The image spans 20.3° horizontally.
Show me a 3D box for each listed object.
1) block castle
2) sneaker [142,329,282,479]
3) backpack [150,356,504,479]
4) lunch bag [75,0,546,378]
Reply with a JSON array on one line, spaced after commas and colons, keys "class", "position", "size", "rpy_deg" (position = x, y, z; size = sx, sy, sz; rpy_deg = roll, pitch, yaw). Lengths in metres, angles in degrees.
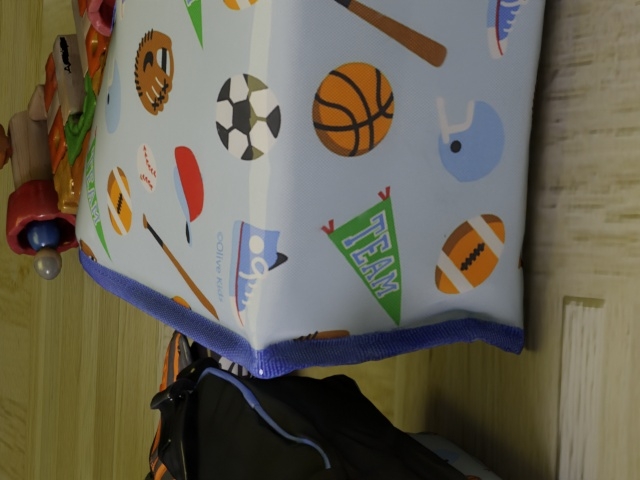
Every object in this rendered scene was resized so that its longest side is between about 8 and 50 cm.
[{"class": "block castle", "position": [-0.332, -0.145, 1.748], "size": [0.453, 0.303, 0.213], "rpy_deg": [120, 143, -49]}, {"class": "sneaker", "position": [-0.068, 0.160, 1.334], "size": [0.321, 0.125, 0.180], "rpy_deg": [-149, 63, -64]}, {"class": "backpack", "position": [0.000, 0.227, 1.067], "size": [0.276, 0.213, 0.263], "rpy_deg": [-144, 67, -70]}, {"class": "lunch bag", "position": [-0.030, -0.116, 1.137], "size": [0.385, 0.239, 0.327], "rpy_deg": [17, 104, 58]}]
